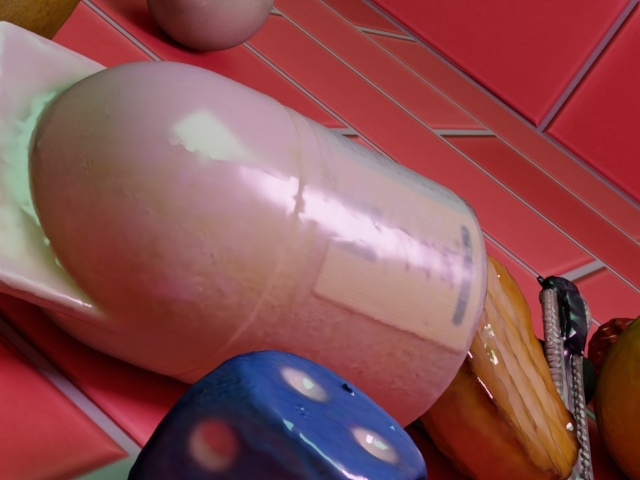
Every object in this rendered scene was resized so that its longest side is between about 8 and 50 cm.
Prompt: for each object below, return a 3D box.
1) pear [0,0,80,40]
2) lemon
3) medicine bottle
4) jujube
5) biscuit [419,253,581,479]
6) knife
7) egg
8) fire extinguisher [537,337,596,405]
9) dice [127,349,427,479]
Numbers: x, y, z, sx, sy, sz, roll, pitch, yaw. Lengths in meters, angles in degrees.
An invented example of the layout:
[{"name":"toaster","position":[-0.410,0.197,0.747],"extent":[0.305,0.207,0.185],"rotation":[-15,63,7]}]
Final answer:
[{"name":"pear","position":[-0.358,-0.303,1.152],"extent":[0.352,0.352,0.413],"rotation":[38,29,11]},{"name":"lemon","position":[0.433,0.182,1.481],"extent":[0.267,0.267,0.267],"rotation":[31,18,-11]},{"name":"medicine bottle","position":[-0.089,-0.006,1.039],"extent":[0.406,0.235,0.235],"rotation":[24,20,-34]},{"name":"jujube","position":[0.401,0.162,1.697],"extent":[0.109,0.112,0.176],"rotation":[32,13,-8]},{"name":"biscuit","position":[0.143,0.111,1.267],"extent":[0.296,0.102,0.296],"rotation":[53,20,-28]},{"name":"knife","position":[0.276,0.157,1.434],"extent":[0.089,0.043,0.365],"rotation":[34,35,-19]},{"name":"egg","position":[-0.162,-0.372,1.948],"extent":[0.186,0.186,0.253],"rotation":[35,15,2]},{"name":"fire extinguisher","position":[0.200,0.119,1.483],"extent":[0.268,0.089,0.072],"rotation":[22,-11,-35]},{"name":"dice","position":[-0.027,0.163,0.858],"extent":[0.146,0.146,0.143],"rotation":[42,17,22]}]
